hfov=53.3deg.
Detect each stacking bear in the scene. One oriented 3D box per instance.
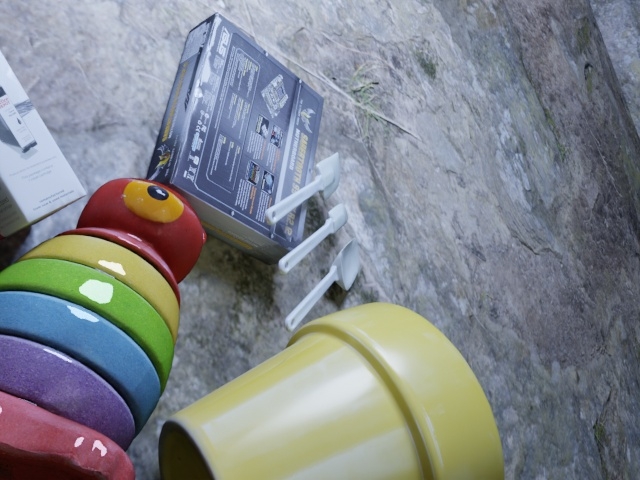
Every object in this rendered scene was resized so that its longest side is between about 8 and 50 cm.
[{"bbox_3d":[-0.179,0.057,0.497,0.176,0.164,0.288,24,43,-5],"label":"stacking bear"}]

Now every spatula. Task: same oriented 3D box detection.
[{"bbox_3d":[0.000,0.000,0.751,0.242,0.019,0.168,-45,130,-63],"label":"spatula"}]

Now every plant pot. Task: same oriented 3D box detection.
[{"bbox_3d":[-0.007,0.206,0.588,0.239,0.254,0.253,-13,87,-33],"label":"plant pot"}]

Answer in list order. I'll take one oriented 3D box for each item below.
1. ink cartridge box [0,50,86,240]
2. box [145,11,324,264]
[{"bbox_3d":[-0.258,-0.071,0.491,0.056,0.099,0.135,-40,107,-46],"label":"ink cartridge box"},{"bbox_3d":[-0.088,-0.112,0.726,0.183,0.056,0.230,31,56,-40],"label":"box"}]
